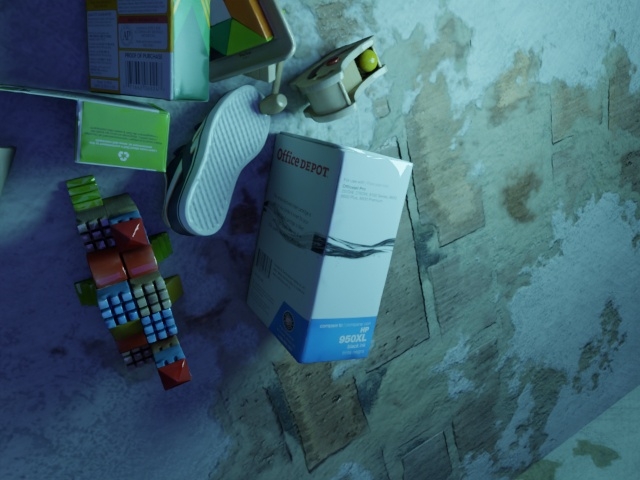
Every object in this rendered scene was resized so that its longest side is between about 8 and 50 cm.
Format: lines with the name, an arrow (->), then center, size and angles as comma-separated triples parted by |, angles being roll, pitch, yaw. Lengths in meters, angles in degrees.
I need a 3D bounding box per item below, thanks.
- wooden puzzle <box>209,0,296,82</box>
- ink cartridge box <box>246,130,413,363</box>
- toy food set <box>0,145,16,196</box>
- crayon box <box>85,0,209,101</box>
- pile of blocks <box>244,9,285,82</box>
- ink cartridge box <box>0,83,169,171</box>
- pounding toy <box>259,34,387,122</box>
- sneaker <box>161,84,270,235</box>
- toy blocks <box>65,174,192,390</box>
wooden puzzle -> -0.171, -0.393, 0.788 | 0.044, 0.220, 0.239 | -49, 126, -39
ink cartridge box -> 0.000, 0.000, 0.967 | 0.166, 0.285, 0.396 | 4, 105, -31
toy food set -> -0.619, -0.085, 0.653 | 0.305, 0.092, 0.220 | 19, 104, -38
crayon box -> -0.269, -0.388, 0.737 | 0.083, 0.202, 0.324 | -21, 120, -55
pile of blocks -> -0.139, -0.465, 0.822 | 0.113, 0.148, 0.363 | -50, 130, -39
ink cartridge box -> -0.386, -0.183, 0.758 | 0.254, 0.188, 0.097 | 1, 108, -27
pounding toy -> 0.011, -0.329, 0.920 | 0.269, 0.154, 0.155 | -44, 122, -24
sneaker -> -0.209, -0.156, 0.910 | 0.126, 0.127, 0.321 | 41, 60, -38
toy blocks -> -0.328, 0.089, 0.836 | 0.190, 0.261, 0.382 | -18, 114, -22
